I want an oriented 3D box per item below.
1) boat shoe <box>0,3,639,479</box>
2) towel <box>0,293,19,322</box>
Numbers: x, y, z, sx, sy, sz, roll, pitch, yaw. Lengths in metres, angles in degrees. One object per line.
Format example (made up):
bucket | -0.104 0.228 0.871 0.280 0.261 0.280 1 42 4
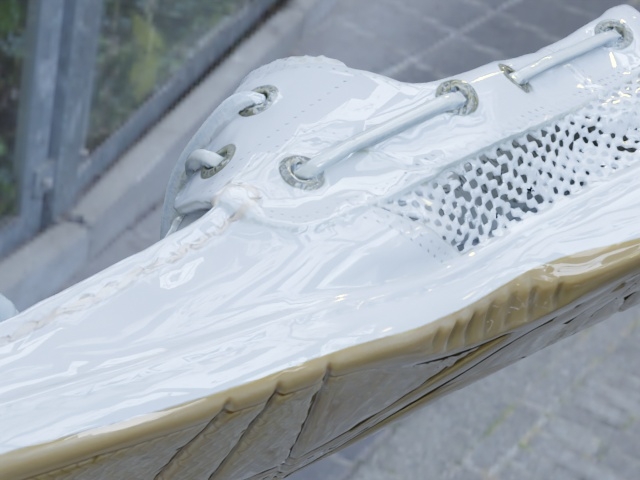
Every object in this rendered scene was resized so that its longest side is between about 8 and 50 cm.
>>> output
boat shoe | 0.000 0.000 0.393 0.277 0.098 0.096 -20 72 -34
towel | -0.396 0.060 0.924 0.321 0.374 0.090 -17 72 9
